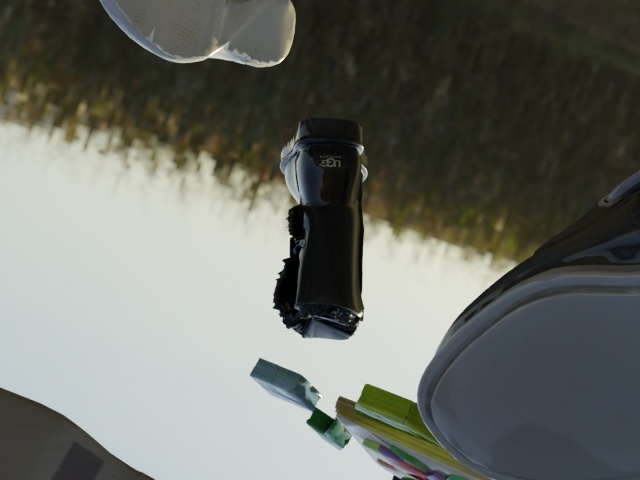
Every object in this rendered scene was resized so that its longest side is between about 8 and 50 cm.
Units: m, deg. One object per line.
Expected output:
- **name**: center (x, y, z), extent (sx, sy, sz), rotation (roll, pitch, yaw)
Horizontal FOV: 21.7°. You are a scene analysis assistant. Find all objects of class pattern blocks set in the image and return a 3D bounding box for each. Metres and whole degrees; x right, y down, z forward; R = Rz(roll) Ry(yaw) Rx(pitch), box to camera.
- **pattern blocks set**: center (0.104, 0.186, 1.325), extent (0.325, 0.026, 0.285), rotation (16, 161, 41)

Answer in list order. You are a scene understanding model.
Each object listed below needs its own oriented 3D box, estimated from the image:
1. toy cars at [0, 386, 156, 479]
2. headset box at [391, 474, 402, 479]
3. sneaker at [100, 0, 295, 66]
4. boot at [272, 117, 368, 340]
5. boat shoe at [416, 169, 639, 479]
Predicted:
- **toy cars**: center (-0.167, 0.011, 0.542), extent (0.176, 0.087, 0.393), rotation (-17, -129, -28)
- **headset box**: center (0.170, 0.369, 1.799), extent (0.246, 0.283, 0.131), rotation (18, 158, 5)
- **sneaker**: center (-0.111, -0.168, 1.210), extent (0.094, 0.080, 0.212), rotation (14, -179, 31)
- **boot**: center (0.000, 0.000, 1.712), extent (0.094, 0.207, 0.246), rotation (4, 171, -2)
- **boat shoe**: center (0.175, 0.007, 0.664), extent (0.112, 0.335, 0.095), rotation (48, -136, -5)
